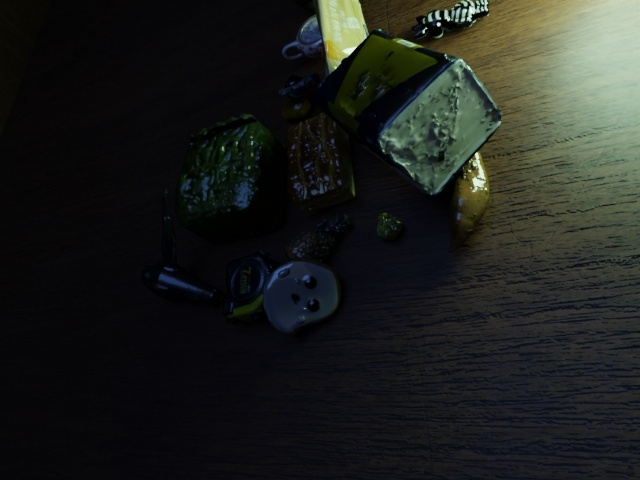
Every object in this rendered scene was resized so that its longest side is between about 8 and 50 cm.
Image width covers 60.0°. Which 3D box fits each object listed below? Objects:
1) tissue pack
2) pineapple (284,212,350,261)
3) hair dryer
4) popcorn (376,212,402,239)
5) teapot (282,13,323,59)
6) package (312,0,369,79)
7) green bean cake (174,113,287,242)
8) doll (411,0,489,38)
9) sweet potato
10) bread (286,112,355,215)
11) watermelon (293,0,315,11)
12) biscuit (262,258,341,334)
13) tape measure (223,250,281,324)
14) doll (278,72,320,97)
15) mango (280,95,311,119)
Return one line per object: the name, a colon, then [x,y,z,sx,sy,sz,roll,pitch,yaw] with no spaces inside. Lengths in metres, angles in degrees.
tissue pack: [0.199,-0.322,1.357,0.264,0.253,0.416,-47,35,8]
pineapple: [0.000,0.000,1.490,0.197,0.108,0.108,-38,51,-4]
hair dryer: [-0.429,0.026,1.658,0.303,0.120,0.360,13,115,33]
popcorn: [0.171,-0.039,1.415,0.068,0.059,0.083,-24,48,22]
teapot: [-0.015,-0.665,1.821,0.245,0.116,0.159,-31,67,13]
package: [0.077,-0.584,1.630,0.164,0.221,0.312,-10,82,5]
green bean cake: [-0.272,-0.180,1.682,0.334,0.218,0.319,-16,59,29]
doll: [0.367,-0.628,1.575,0.219,0.067,0.091,-7,60,25]
sweet potato: [0.353,-0.144,1.324,0.106,0.095,0.355,-28,47,52]
bread: [-0.004,-0.225,1.593,0.184,0.114,0.275,-19,60,26]
watermelon: [0.005,-0.888,1.806,0.285,0.285,0.285,-15,60,27]
biscuit: [-0.050,0.138,1.415,0.208,0.049,0.181,-21,91,4]
tape measure: [-0.175,0.133,1.530,0.186,0.112,0.199,-17,64,34]
doll: [-0.071,-0.488,1.742,0.095,0.070,0.195,-7,24,34]
mango: [-0.081,-0.422,1.780,0.114,0.057,0.079,-15,62,36]
